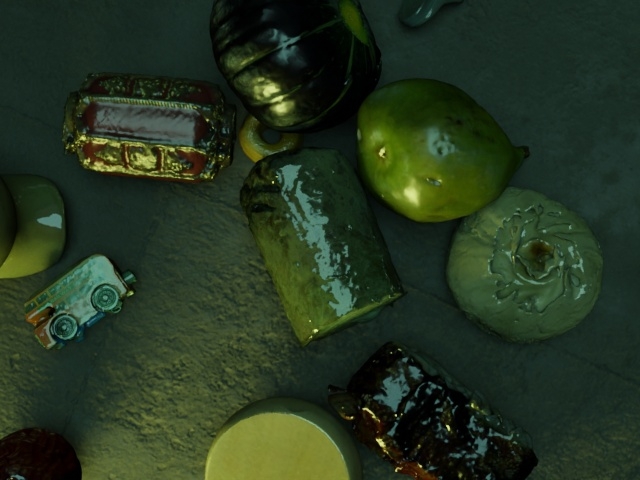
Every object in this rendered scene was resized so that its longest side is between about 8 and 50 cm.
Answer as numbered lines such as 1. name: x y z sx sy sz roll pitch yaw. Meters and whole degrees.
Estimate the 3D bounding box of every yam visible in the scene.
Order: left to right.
1. yam: 0.000 0.000 1.632 0.195 0.195 0.300 -23 87 -3

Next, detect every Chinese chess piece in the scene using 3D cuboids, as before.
1. Chinese chess piece: -0.057 0.369 1.621 0.251 0.097 0.250 1 97 12

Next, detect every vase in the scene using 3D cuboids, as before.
1. vase: -0.603 -0.022 1.598 0.329 0.302 0.240 -10 86 16

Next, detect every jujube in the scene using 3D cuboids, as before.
1. jujube: -0.449 0.371 1.574 0.168 0.236 0.168 1 86 -10

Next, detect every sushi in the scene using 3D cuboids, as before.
1. sushi: 0.175 0.291 1.613 0.343 0.196 0.182 35 79 1

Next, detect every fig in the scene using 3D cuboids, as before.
1. fig: 0.213 -0.145 1.598 0.314 0.233 0.233 -9 86 -12

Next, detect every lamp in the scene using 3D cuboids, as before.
1. lamp: -0.270 -0.180 1.653 0.274 0.177 0.177 5 86 1

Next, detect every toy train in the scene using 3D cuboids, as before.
1. toy train: -0.388 0.097 1.676 0.188 0.072 0.099 -37 82 -3

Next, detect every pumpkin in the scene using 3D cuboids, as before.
1. pumpkin: -0.065 -0.300 1.620 0.296 0.296 0.295 0 86 -1

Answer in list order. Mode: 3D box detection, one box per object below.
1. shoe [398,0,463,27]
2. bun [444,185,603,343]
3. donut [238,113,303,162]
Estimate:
1. shoe: 0.206 -0.426 1.731 0.078 0.079 0.195 42 76 -33
2. bun: 0.330 0.043 1.655 0.259 0.152 0.259 0 85 -3
3. donut: -0.084 -0.172 1.715 0.108 0.043 0.097 27 85 5
